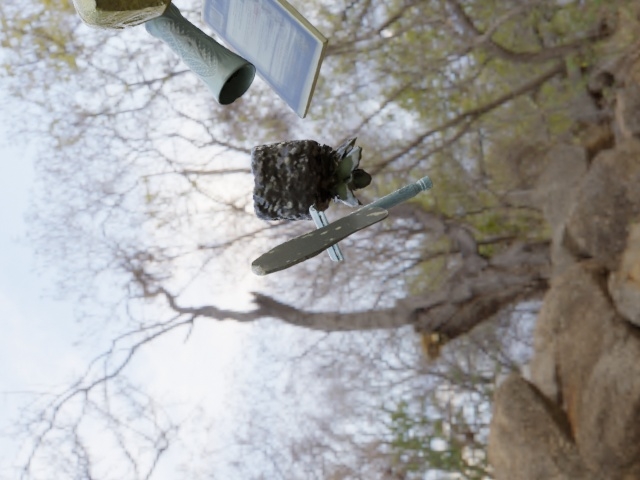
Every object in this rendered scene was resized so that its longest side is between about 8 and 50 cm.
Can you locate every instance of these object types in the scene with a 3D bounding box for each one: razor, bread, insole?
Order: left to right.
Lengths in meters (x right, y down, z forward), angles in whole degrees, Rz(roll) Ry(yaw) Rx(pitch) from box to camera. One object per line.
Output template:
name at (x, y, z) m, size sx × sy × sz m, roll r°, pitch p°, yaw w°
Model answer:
bread at (-0.304, -0.366, 1.442) m, size 0.156 × 0.125 × 0.086 m, roll -19°, pitch -93°, yaw -37°
insole at (0.000, 0.000, 1.517) m, size 0.248 × 0.081 × 0.011 m, roll -25°, pitch -64°, yaw -22°
razor at (0.103, -0.059, 1.803) m, size 0.106 × 0.232 × 0.068 m, roll 67°, pitch 172°, yaw -20°

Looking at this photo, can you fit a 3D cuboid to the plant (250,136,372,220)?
plant at (-0.025, -0.159, 2.524) m, size 0.213 × 0.313 × 0.215 m, roll -162°, pitch 66°, yaw -87°

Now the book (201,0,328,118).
book at (-0.117, -0.409, 1.876) m, size 0.018 × 0.322 × 0.228 m, roll -36°, pitch -17°, yaw -28°

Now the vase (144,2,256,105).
vase at (-0.230, -0.355, 1.797) m, size 0.219 × 0.096 × 0.096 m, roll 42°, pitch -159°, yaw 15°
